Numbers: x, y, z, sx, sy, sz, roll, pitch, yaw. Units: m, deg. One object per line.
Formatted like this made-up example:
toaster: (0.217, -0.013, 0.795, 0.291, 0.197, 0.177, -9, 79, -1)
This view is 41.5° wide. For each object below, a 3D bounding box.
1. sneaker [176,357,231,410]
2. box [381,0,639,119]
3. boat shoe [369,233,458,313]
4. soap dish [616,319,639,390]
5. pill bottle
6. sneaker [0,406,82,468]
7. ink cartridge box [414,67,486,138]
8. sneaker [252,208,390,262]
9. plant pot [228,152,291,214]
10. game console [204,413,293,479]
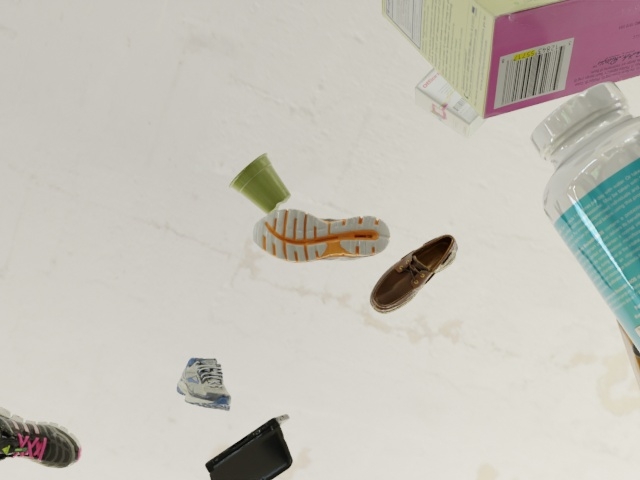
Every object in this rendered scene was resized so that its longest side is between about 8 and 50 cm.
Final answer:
sneaker: (-0.147, 0.177, 1.071, 0.052, 0.135, 0.058, 16, -93, -29)
box: (0.211, -0.262, 0.901, 0.214, 0.243, 0.117, -17, -45, -15)
boat shoe: (0.151, 0.048, 1.371, 0.178, 0.064, 0.060, -38, -17, -14)
soap dish: (0.565, 0.182, 1.114, 0.291, 0.118, 0.228, -19, -91, 30)
pill bottle: (0.298, -0.011, 0.750, 0.146, 0.264, 0.146, -29, -15, -9)
sneaker: (-0.420, 0.282, 1.174, 0.170, 0.075, 0.063, 21, -80, -1)
ink cartridge box: (0.236, -0.249, 1.465, 0.088, 0.122, 0.052, -45, -20, -15)
sneaker: (0.000, 0.000, 1.334, 0.215, 0.083, 0.084, 5, -98, 0)
plant pot: (-0.091, -0.085, 1.365, 0.083, 0.083, 0.079, -43, -92, 12)
game console: (-0.089, 0.302, 1.160, 0.122, 0.071, 0.107, -35, -13, 8)
